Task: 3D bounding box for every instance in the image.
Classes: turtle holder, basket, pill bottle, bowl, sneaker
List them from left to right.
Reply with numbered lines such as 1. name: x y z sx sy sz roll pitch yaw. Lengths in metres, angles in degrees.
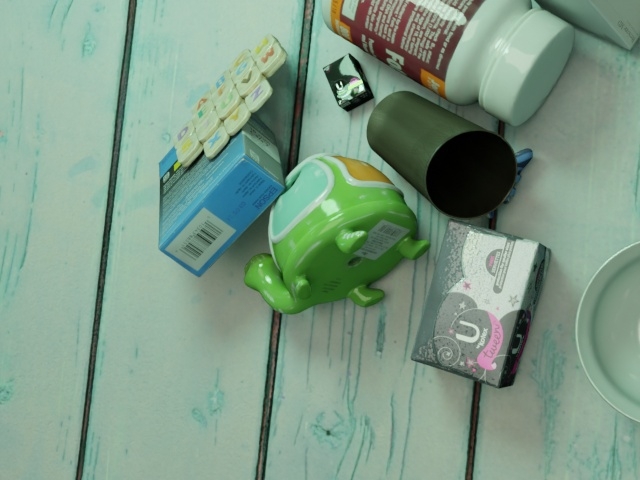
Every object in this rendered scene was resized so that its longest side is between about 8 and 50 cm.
1. turtle holder: 0.018 -0.006 1.699 0.227 0.243 0.320 63 147 30
2. basket: 0.189 -0.156 1.629 0.227 0.204 0.154 42 109 47
3. pill bottle: 0.215 -0.370 1.638 0.392 0.224 0.224 35 98 21
4. sneaker: 0.320 -0.099 1.662 0.144 0.053 0.059 -47 70 20
5. bowl: 0.555 0.142 1.499 0.297 0.134 0.298 -2 85 21

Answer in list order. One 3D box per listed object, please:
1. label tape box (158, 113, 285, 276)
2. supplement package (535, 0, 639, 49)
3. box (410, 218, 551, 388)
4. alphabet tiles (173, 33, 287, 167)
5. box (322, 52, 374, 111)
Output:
1. label tape box: -0.192 -0.123 1.797 0.240 0.106 0.334 -45 27 18
2. supplement package: 0.406 -0.450 1.520 0.204 0.261 0.145 40 101 41
3. box: 0.272 0.106 1.610 0.163 0.142 0.247 16 91 23
4. alphabet tiles: -0.173 -0.263 1.791 0.284 0.021 0.278 -46 27 12
5. box: 0.052 -0.293 1.786 0.062 0.052 0.083 -26 75 16
